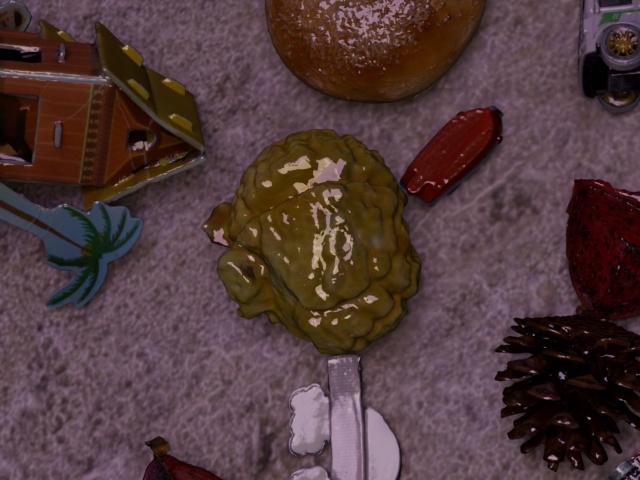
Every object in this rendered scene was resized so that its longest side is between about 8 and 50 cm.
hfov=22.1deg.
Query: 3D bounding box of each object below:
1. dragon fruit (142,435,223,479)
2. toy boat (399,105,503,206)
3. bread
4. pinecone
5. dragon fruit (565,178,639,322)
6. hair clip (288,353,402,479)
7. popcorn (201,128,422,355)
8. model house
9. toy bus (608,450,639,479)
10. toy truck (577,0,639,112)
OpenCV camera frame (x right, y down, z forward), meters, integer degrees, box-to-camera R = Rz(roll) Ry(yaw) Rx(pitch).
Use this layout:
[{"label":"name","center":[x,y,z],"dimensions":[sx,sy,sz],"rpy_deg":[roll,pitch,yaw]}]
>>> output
[{"label":"dragon fruit","center":[-0.128,0.360,1.928],"dimensions":[0.148,0.218,0.224],"rpy_deg":[1,31,-20]},{"label":"toy boat","center":[0.170,-0.109,2.063],"dimensions":[0.069,0.059,0.173],"rpy_deg":[40,77,17]},{"label":"bread","center":[0.066,-0.327,2.090],"dimensions":[0.305,0.159,0.305],"rpy_deg":[-3,74,10]},{"label":"pinecone","center":[0.296,0.172,1.894],"dimensions":[0.207,0.208,0.208],"rpy_deg":[-3,74,9]},{"label":"dragon fruit","center":[0.365,0.010,1.992],"dimensions":[0.127,0.120,0.161],"rpy_deg":[-63,38,30]},{"label":"hair clip","center":[0.028,0.250,1.988],"dimensions":[0.140,0.054,0.220],"rpy_deg":[-2,76,4]},{"label":"popcorn","center":[0.000,0.000,1.978],"dimensions":[0.270,0.224,0.258],"rpy_deg":[30,88,10]},{"label":"model house","center":[-0.324,-0.123,2.122],"dimensions":[0.323,0.340,0.300],"rpy_deg":[4,31,-13]},{"label":"toy bus","center":[0.328,0.334,1.890],"dimensions":[0.195,0.089,0.081],"rpy_deg":[-43,71,-5]},{"label":"toy truck","center":[0.495,-0.266,2.011],"dimensions":[0.367,0.146,0.175],"rpy_deg":[-5,66,5]}]
